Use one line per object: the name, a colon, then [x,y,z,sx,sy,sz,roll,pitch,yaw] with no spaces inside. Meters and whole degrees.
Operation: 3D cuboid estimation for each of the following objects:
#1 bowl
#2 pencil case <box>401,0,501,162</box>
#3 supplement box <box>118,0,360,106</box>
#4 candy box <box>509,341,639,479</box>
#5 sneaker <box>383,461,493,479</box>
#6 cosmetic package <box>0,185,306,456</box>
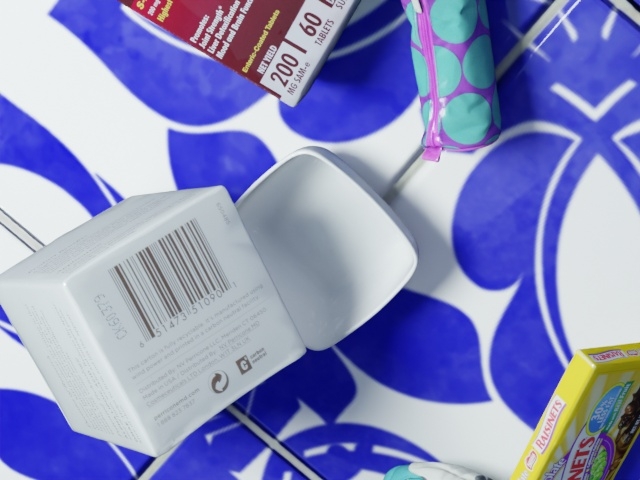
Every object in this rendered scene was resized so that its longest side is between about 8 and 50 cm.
bowl: [0.000,0.000,1.131,0.142,0.053,0.142,45,120,-4]
pencil case: [0.092,-0.140,1.027,0.064,0.070,0.152,9,119,43]
supplement box: [-0.085,-0.219,1.039,0.239,0.073,0.130,31,114,0]
candy box: [0.203,0.168,1.112,0.027,0.105,0.206,49,129,42]
sneaker: [0.116,0.313,1.221,0.110,0.107,0.275,6,113,39]
cosmetic package: [-0.139,0.059,1.107,0.183,0.151,0.151,-1,118,61]
